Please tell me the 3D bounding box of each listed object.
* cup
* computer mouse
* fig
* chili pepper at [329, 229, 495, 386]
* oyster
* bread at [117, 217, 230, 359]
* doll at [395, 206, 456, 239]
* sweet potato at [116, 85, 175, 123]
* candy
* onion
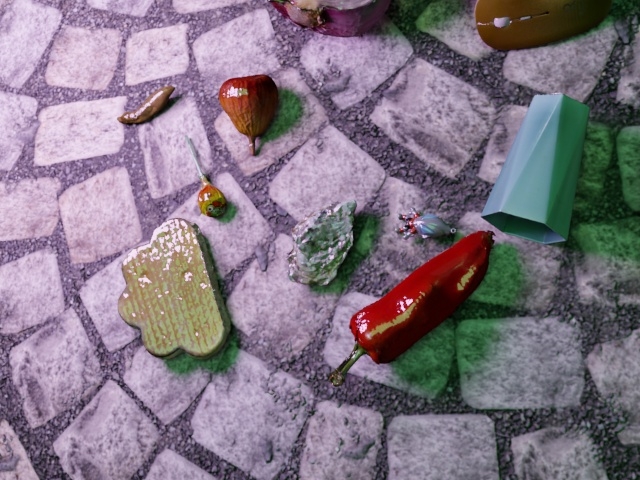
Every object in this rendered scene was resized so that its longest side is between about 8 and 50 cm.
[{"bbox_3d":[0.384,-0.125,1.336,0.134,0.148,0.236,24,78,-13],"label":"cup"},{"bbox_3d":[0.406,-0.424,1.408,0.245,0.126,0.056,-10,37,13],"label":"computer mouse"},{"bbox_3d":[-0.137,-0.257,1.512,0.119,0.119,0.153,-10,76,13],"label":"fig"},{"bbox_3d":[0.162,0.116,1.349,0.387,0.110,0.110,-39,70,-2],"label":"chili pepper"},{"bbox_3d":[0.000,0.000,1.442,0.125,0.064,0.177,14,83,14],"label":"oyster"},{"bbox_3d":[-0.294,0.105,1.499,0.207,0.056,0.287,-18,73,8],"label":"bread"},{"bbox_3d":[0.192,-0.028,1.406,0.114,0.039,0.057,8,45,28],"label":"doll"},{"bbox_3d":[-0.364,-0.277,1.623,0.153,0.038,0.041,-27,49,17],"label":"sweet potato"},{"bbox_3d":[-0.240,-0.133,1.550,0.060,0.060,0.201,-28,64,8],"label":"candy"},{"bbox_3d":[0.036,-0.551,1.516,0.267,0.159,0.349,21,76,8],"label":"onion"}]
